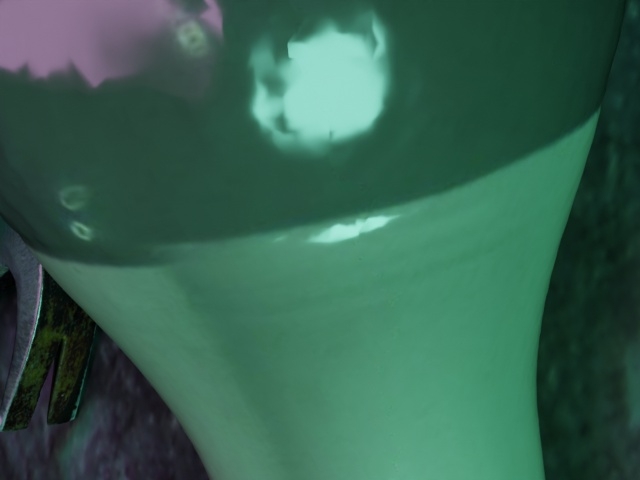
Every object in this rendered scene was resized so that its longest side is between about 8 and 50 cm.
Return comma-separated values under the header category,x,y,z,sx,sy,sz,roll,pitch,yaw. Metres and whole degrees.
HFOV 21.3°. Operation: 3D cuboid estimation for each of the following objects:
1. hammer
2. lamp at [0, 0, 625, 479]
category,x,y,z,sx,sy,sz,roll,pitch,yaw
hammer,-0.186,0.047,0.710,0.290,0.037,0.137,-35,69,39
lamp,-0.018,-0.005,0.456,0.182,0.182,0.314,21,115,40
